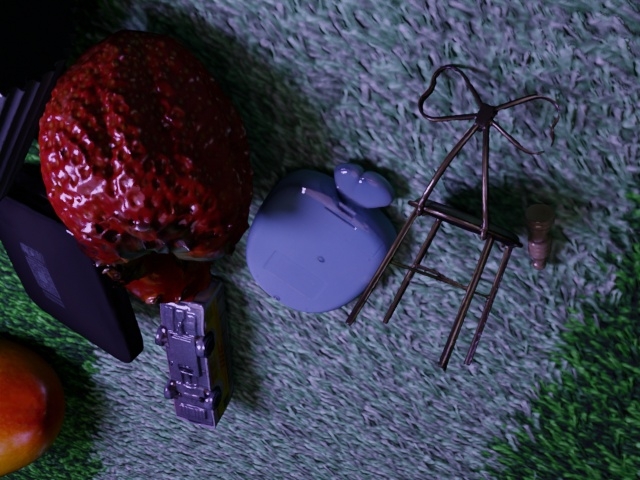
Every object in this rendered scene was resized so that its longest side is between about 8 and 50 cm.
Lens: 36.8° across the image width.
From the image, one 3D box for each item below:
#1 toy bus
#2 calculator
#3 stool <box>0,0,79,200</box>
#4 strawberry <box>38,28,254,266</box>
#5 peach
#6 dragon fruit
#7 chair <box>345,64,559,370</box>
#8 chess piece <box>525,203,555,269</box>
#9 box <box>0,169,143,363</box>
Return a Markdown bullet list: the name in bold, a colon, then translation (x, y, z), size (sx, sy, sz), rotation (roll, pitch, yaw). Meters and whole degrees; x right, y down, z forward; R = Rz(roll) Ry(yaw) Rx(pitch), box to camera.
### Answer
- **toy bus**: translation (-0.194, 0.176, 1.527), size (0.092, 0.106, 0.268), rotation (13, 131, 18)
- **calculator**: translation (0.000, 0.000, 1.314), size (0.188, 0.042, 0.303), rotation (34, 139, -2)
- **stool**: translation (-0.489, -0.202, 1.231), size (0.297, 0.297, 0.330), rotation (34, 141, -4)
- **strawberry**: translation (-0.207, -0.116, 1.197), size (0.238, 0.250, 0.289), rotation (1, 97, 13)
- **peach**: translation (-0.614, 0.299, 1.746), size (0.307, 0.289, 0.289), rotation (-30, 113, 12)
- **dragon fruit**: translation (-0.237, 0.032, 1.343), size (0.125, 0.246, 0.126), rotation (4, 96, 17)
- **chair**: translation (0.169, -0.020, 1.145), size (0.159, 0.170, 0.326), rotation (23, 95, 24)
- **chess piece**: translation (0.269, 0.000, 1.182), size (0.035, 0.035, 0.092), rotation (9, 135, 21)
- **box**: translation (-0.398, 0.034, 1.481), size (0.290, 0.073, 0.289), rotation (23, 140, 38)
